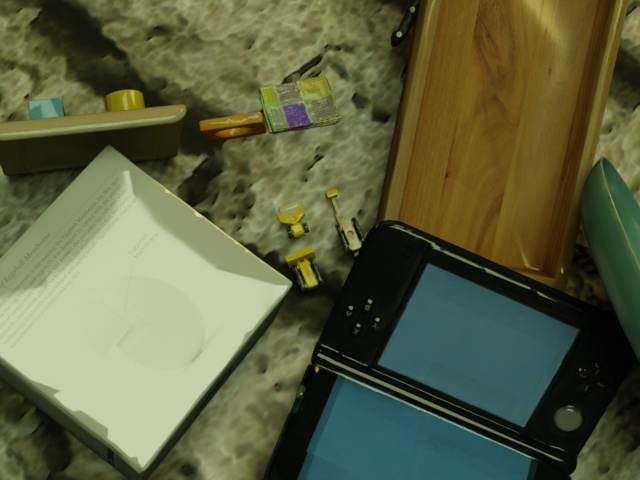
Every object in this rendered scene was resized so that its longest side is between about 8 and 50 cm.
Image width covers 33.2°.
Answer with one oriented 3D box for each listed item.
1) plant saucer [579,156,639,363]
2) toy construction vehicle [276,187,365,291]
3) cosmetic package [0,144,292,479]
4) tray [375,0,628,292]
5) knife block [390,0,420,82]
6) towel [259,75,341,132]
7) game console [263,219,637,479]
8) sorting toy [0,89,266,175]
[{"bbox_3d":[0.331,0.067,1.063,0.044,0.318,0.317,-26,73,20],"label":"plant saucer"},{"bbox_3d":[0.000,0.000,1.147,0.086,0.035,0.098,-23,73,-5],"label":"toy construction vehicle"},{"bbox_3d":[-0.188,0.074,1.029,0.225,0.138,0.224,38,69,4],"label":"cosmetic package"},{"bbox_3d":[0.192,-0.166,1.121,0.203,0.076,0.410,10,96,-6],"label":"tray"},{"bbox_3d":[0.198,-0.278,1.192,0.276,0.088,0.242,-23,97,4],"label":"knife block"},{"bbox_3d":[-0.023,-0.154,1.207,0.083,0.009,0.060,-11,73,-13],"label":"towel"},{"bbox_3d":[0.131,0.161,1.026,0.293,0.173,0.250,23,112,-1],"label":"game console"},{"bbox_3d":[-0.227,-0.109,1.058,0.348,0.196,0.047,-7,85,-12],"label":"sorting toy"}]
